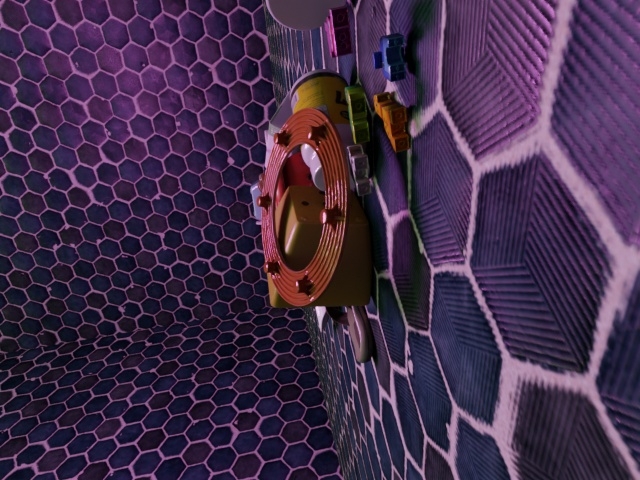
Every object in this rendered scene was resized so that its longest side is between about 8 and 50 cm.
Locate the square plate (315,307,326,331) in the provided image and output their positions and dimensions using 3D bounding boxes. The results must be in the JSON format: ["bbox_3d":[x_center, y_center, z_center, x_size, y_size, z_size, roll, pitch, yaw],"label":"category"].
[{"bbox_3d":[-0.004,0.137,1.543,0.344,0.049,0.347,97,163,-64],"label":"square plate"}]

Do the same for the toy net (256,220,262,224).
[{"bbox_3d":[-0.049,-0.021,1.052,0.122,0.232,0.045,-115,28,-80],"label":"toy net"}]

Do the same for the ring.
[{"bbox_3d":[-0.049,-0.056,0.701,0.337,0.032,0.336,-4,86,61],"label":"ring"}]

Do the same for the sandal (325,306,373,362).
[{"bbox_3d":[0.055,0.166,1.025,0.302,0.086,0.120,-107,10,-48],"label":"sandal"}]

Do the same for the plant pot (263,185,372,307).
[{"bbox_3d":[0.000,0.000,0.870,0.212,0.212,0.187,-107,23,-51],"label":"plant pot"}]

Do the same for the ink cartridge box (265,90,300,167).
[{"bbox_3d":[-0.099,-0.328,1.282,0.212,0.093,0.154,108,-175,-62],"label":"ink cartridge box"}]

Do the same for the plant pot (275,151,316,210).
[{"bbox_3d":[-0.040,-0.141,1.076,0.191,0.174,0.191,169,90,-82],"label":"plant pot"}]

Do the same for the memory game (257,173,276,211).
[{"bbox_3d":[-0.120,-0.111,1.168,0.186,0.012,0.186,49,-152,-37],"label":"memory game"}]

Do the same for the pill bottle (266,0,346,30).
[{"bbox_3d":[-0.046,-0.514,0.689,0.160,0.161,0.282,100,160,-70],"label":"pill bottle"}]

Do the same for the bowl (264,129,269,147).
[{"bbox_3d":[-0.132,-0.379,1.589,0.289,0.156,0.289,171,90,-83],"label":"bowl"}]

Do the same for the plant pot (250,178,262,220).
[{"bbox_3d":[-0.189,-0.199,1.888,0.247,0.253,0.247,-122,25,-75],"label":"plant pot"}]

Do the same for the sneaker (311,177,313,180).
[{"bbox_3d":[-0.054,-0.206,1.301,0.283,0.122,0.110,-109,12,-58],"label":"sneaker"}]

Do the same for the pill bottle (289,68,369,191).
[{"bbox_3d":[0.017,-0.198,0.747,0.119,0.119,0.208,94,166,-61],"label":"pill bottle"}]

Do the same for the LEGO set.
[{"bbox_3d":[0.065,-0.185,0.531,0.093,0.087,0.227,-103,1,-55],"label":"LEGO set"}]
